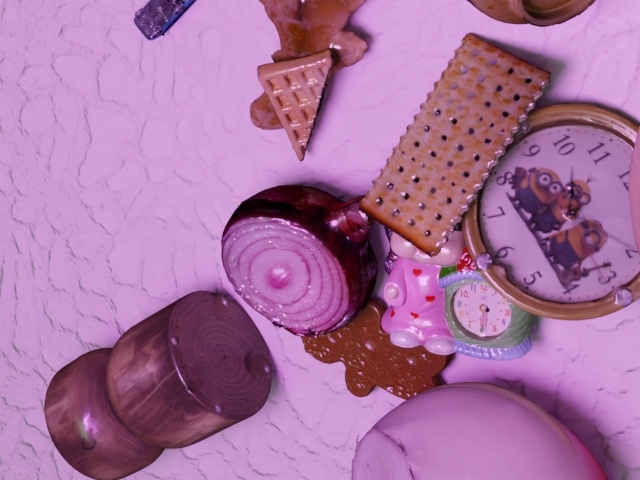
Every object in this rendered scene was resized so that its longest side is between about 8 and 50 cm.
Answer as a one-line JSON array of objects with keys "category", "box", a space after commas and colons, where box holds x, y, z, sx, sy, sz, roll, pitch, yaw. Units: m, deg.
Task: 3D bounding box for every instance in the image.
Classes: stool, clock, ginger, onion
[{"category": "stool", "box": [-0.216, 0.196, 1.783, 0.264, 0.179, 0.179, -29, 95, 35]}, {"category": "clock", "box": [0.162, 0.029, 1.546, 0.194, 0.100, 0.195, 8, 114, 21]}, {"category": "clock", "box": [0.268, -0.029, 1.449, 0.237, 0.057, 0.237, -1, 85, 9]}, {"category": "ginger", "box": [-0.008, -0.249, 1.538, 0.148, 0.081, 0.333, 16, 127, -9]}, {"category": "onion", "box": [0.000, 0.000, 1.601, 0.195, 0.140, 0.218, 47, 125, 0]}]

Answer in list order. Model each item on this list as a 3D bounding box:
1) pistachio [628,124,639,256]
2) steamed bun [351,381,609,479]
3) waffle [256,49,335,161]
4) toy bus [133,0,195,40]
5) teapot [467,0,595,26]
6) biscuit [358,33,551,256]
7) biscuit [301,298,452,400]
[{"category": "pistachio", "box": [0.473, -0.057, 1.241, 0.365, 0.281, 0.445, 9, 129, 17]}, {"category": "steamed bun", "box": [0.204, 0.308, 1.555, 0.309, 0.309, 0.309, 12, 116, 25]}, {"category": "waffle", "box": [-0.007, -0.153, 1.566, 0.097, 0.023, 0.152, -8, 136, 18]}, {"category": "toy bus", "box": [-0.188, -0.284, 1.644, 0.083, 0.046, 0.038, -40, 88, 33]}, {"category": "teapot", "box": [0.212, -0.324, 1.344, 0.269, 0.173, 0.182, -41, 54, 12]}, {"category": "biscuit", "box": [0.144, -0.104, 1.458, 0.139, 0.016, 0.231, 36, 96, 42]}, {"category": "biscuit", "box": [0.068, 0.137, 1.684, 0.205, 0.031, 0.138, 16, 117, 23]}]
